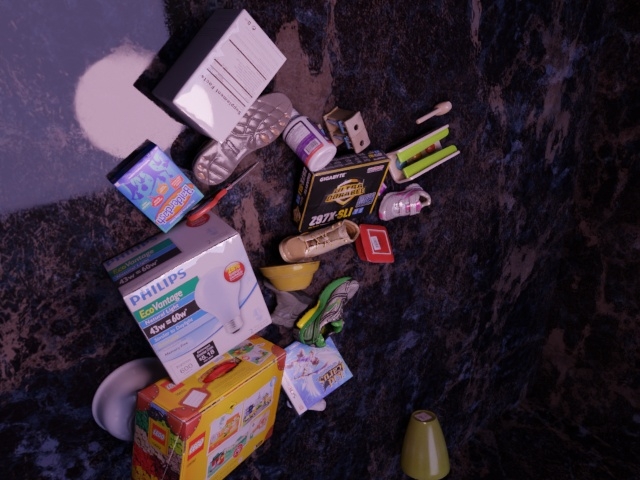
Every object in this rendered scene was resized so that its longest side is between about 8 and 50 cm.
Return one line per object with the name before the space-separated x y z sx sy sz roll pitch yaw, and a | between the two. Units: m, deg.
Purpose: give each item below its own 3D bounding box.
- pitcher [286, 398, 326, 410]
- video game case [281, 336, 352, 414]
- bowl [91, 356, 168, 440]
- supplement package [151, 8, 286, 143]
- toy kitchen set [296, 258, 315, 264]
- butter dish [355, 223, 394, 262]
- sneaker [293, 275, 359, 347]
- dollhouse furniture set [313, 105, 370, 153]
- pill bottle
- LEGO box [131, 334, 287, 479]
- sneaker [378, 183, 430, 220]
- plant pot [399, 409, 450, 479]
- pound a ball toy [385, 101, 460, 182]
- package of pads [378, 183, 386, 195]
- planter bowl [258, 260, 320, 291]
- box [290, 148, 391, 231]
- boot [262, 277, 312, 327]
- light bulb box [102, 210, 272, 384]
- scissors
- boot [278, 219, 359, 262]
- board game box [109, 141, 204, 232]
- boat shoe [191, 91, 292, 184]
pitcher | -0.051 0.622 2.002 0.177 0.125 0.207 -3 123 -17
video game case | -0.044 0.506 1.889 0.269 0.061 0.244 -30 88 -23
bowl | -0.565 0.538 1.544 0.298 0.134 0.298 -17 120 -32
supplement package | -0.271 -0.438 1.272 0.293 0.177 0.175 -53 132 -4
toy kitchen set | -0.045 0.060 1.759 0.083 0.068 0.075 6 107 -40
butter dish | 0.195 0.026 1.905 0.160 0.118 0.160 4 66 -41
sneaker | 0.053 0.286 1.871 0.343 0.146 0.134 -50 142 -26
dollhouse furniture set | 0.044 -0.336 1.597 0.183 0.129 0.129 -41 130 -17
pill bottle | -0.050 -0.317 1.485 0.108 0.193 0.108 -37 165 -12
LEGO box | -0.348 0.579 1.570 0.500 0.193 0.372 -19 125 -58
sneaker | 0.346 -0.150 1.930 0.252 0.111 0.103 -30 126 -23
plant pot | 0.573 1.104 2.632 0.275 0.275 0.293 -9 101 -35
pound a ball toy | 0.393 -0.383 1.867 0.319 0.136 0.208 -31 101 -23
package of pads | 0.217 -0.217 1.853 0.050 0.032 0.083 -49 132 -5
planter bowl | -0.100 0.124 1.631 0.217 0.217 0.090 -6 89 -35
box | 0.068 -0.175 1.667 0.322 0.079 0.257 -15 144 -31
boot | -0.149 0.238 1.762 0.246 0.083 0.161 34 94 -41
light bulb box | -0.386 0.160 1.439 0.358 0.225 0.361 -32 128 -22
scissors | -0.285 -0.153 1.448 0.297 0.109 0.021 -38 113 -18
boot | 0.000 0.000 1.639 0.262 0.203 0.095 -8 80 -55
board game box | -0.458 -0.147 1.356 0.160 0.047 0.210 -47 132 -10
boat shoe | -0.241 -0.314 1.391 0.355 0.130 0.132 -40 127 -8
